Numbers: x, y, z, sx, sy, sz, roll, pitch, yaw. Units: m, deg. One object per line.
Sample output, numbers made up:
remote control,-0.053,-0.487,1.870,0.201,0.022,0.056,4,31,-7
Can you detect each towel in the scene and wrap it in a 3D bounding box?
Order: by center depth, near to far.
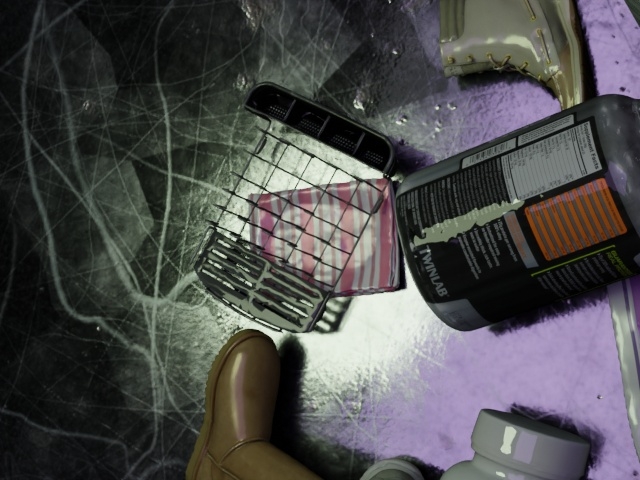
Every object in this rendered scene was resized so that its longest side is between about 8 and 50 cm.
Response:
towel,0.000,0.000,1.455,0.197,0.029,0.144,-6,82,19

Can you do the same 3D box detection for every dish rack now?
dish rack,-0.042,-0.032,1.423,0.208,0.074,0.271,28,92,23

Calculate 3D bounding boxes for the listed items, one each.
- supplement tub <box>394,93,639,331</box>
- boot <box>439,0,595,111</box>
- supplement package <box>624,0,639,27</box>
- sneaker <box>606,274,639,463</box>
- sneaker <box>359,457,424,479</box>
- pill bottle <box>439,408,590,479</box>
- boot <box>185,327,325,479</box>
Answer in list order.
supplement tub,0.257,-0.035,1.262,0.316,0.194,0.193,-21,78,24
boot,0.227,-0.206,1.370,0.165,0.077,0.213,-13,75,18
supplement package,0.434,-0.279,1.224,0.194,0.203,0.149,-46,61,9
sneaker,0.407,0.154,1.257,0.161,0.102,0.282,-9,81,16
sneaker,0.038,0.379,1.345,0.099,0.121,0.262,22,93,7
pill bottle,0.192,0.345,1.276,0.169,0.169,0.301,16,90,20
boot,-0.040,0.255,1.352,0.269,0.089,0.236,28,108,51
